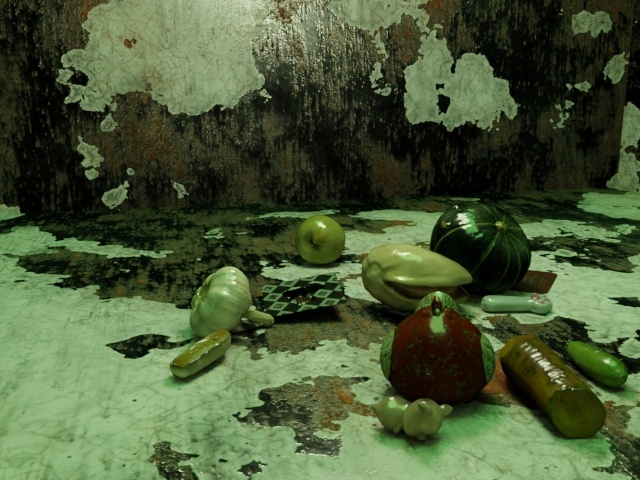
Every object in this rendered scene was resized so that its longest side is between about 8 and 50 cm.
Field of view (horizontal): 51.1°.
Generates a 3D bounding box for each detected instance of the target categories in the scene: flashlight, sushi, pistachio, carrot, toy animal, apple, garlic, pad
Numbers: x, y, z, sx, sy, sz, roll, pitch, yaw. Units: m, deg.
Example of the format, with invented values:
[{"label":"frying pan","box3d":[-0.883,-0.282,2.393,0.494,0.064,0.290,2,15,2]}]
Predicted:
[{"label":"flashlight","box3d":[0.567,0.180,1.938,0.200,0.047,0.093,1,14,2]},{"label":"sushi","box3d":[-0.050,0.175,1.954,0.231,0.047,0.219,-11,21,-4]},{"label":"pistachio","box3d":[0.275,0.110,1.933,0.318,0.193,0.214,11,25,1]},{"label":"carrot","box3d":[0.458,0.285,1.367,0.114,0.114,0.302,-2,15,-7]},{"label":"toy animal","box3d":[0.165,0.326,1.253,0.150,0.089,0.083,-4,14,27]},{"label":"apple","box3d":[0.000,0.000,2.442,0.200,0.200,0.200,0,13,0]},{"label":"garlic","box3d":[-0.226,0.190,1.779,0.226,0.199,0.199,30,-1,-26]},{"label":"pad","box3d":[0.685,0.132,2.236,0.181,0.004,0.267,6,14,25]}]

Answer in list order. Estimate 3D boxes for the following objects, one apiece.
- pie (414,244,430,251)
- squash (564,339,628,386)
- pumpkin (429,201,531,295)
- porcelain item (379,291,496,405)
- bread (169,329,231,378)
[{"label":"pie","box3d":[0.374,0.080,2.287,0.308,0.085,0.308,5,13,-1]},{"label":"squash","box3d":[0.616,0.271,1.507,0.066,0.066,0.201,-3,13,-11]},{"label":"pumpkin","box3d":[0.498,0.025,2.092,0.323,0.241,0.323,22,37,-17]},{"label":"porcelain item","box3d":[0.244,0.217,1.399,0.253,0.253,0.253,0,13,0]},{"label":"bread","box3d":[-0.274,0.270,1.566,0.073,0.053,0.214,1,15,26]}]
